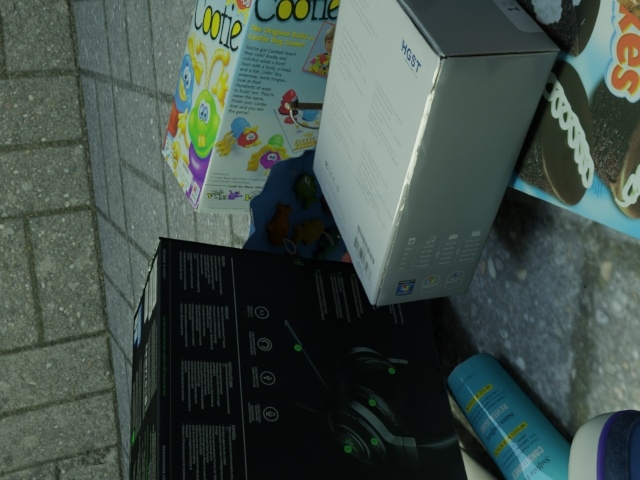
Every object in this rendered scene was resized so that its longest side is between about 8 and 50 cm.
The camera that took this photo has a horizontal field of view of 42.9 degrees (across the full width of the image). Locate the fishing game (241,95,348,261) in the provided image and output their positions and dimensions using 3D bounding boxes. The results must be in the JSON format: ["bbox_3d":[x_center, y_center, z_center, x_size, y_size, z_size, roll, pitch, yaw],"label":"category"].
[{"bbox_3d":[-0.008,-0.017,0.859,0.041,0.189,0.264,24,110,36],"label":"fishing game"}]

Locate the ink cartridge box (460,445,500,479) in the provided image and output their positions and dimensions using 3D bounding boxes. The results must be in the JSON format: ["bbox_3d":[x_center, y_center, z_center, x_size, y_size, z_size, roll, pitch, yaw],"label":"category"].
[{"bbox_3d":[0.072,0.361,0.866,0.207,0.119,0.354,36,130,46],"label":"ink cartridge box"}]

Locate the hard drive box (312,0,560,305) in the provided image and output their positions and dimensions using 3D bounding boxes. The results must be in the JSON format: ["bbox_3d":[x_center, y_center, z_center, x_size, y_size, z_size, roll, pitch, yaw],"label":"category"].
[{"bbox_3d":[0.072,-0.094,0.642,0.232,0.089,0.181,101,156,-44],"label":"hard drive box"}]

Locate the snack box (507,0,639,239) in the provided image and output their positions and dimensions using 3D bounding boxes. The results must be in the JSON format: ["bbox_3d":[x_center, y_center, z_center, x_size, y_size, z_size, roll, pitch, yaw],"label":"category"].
[{"bbox_3d":[0.196,-0.172,0.506,0.187,0.060,0.322,35,129,56],"label":"snack box"}]

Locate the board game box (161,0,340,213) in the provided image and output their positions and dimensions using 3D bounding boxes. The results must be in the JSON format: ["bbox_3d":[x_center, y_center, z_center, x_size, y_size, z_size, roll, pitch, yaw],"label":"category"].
[{"bbox_3d":[-0.065,-0.181,0.906,0.142,0.144,0.275,54,133,45],"label":"board game box"}]

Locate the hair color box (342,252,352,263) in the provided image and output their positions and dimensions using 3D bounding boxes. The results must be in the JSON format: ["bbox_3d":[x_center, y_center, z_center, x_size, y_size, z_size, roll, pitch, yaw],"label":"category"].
[{"bbox_3d":[0.000,0.000,1.002,0.072,0.043,0.141,-23,77,64],"label":"hair color box"}]

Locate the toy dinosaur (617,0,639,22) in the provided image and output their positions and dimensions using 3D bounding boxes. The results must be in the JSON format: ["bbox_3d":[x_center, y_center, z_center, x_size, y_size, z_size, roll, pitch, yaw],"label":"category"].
[{"bbox_3d":[0.141,-0.201,0.465,0.212,0.064,0.112,62,150,34],"label":"toy dinosaur"}]

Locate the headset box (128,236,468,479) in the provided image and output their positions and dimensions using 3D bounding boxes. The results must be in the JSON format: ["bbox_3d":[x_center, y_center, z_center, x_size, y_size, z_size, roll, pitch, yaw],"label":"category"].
[{"bbox_3d":[-0.020,0.145,0.737,0.131,0.283,0.246,118,151,-45],"label":"headset box"}]

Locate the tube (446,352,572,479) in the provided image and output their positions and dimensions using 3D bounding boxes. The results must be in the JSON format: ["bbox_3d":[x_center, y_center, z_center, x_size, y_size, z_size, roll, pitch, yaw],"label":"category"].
[{"bbox_3d":[0.181,0.185,0.678,0.080,0.052,0.207,-56,45,22],"label":"tube"}]

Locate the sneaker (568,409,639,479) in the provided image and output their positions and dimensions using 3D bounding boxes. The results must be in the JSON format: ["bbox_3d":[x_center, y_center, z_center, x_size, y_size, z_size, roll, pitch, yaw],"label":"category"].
[{"bbox_3d":[0.283,0.201,0.418,0.236,0.130,0.323,-46,44,40],"label":"sneaker"}]
